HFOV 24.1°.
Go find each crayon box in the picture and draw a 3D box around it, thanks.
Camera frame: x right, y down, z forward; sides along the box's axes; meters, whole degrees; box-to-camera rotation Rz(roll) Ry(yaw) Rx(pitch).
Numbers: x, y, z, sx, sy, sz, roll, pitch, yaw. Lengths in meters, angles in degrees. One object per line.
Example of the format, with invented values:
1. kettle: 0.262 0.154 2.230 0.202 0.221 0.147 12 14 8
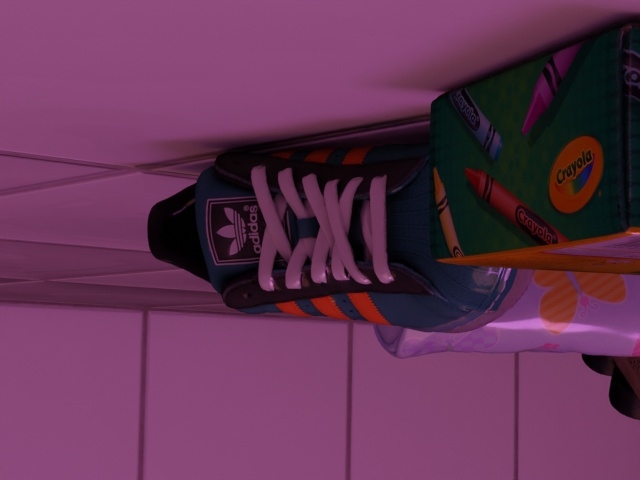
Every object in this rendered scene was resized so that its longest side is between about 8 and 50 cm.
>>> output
1. crayon box: 0.207 -0.027 0.652 0.278 0.081 0.165 3 174 -21

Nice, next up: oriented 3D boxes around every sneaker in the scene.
1. sneaker: 0.000 0.000 0.836 0.121 0.108 0.302 -1 177 -28

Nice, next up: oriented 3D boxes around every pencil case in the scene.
1. pencil case: 0.173 0.035 1.135 0.273 0.114 0.124 2 177 -10

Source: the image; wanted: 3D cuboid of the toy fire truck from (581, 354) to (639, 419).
1. toy fire truck: 0.374 0.101 1.303 0.246 0.159 0.217 -8 -145 -12
